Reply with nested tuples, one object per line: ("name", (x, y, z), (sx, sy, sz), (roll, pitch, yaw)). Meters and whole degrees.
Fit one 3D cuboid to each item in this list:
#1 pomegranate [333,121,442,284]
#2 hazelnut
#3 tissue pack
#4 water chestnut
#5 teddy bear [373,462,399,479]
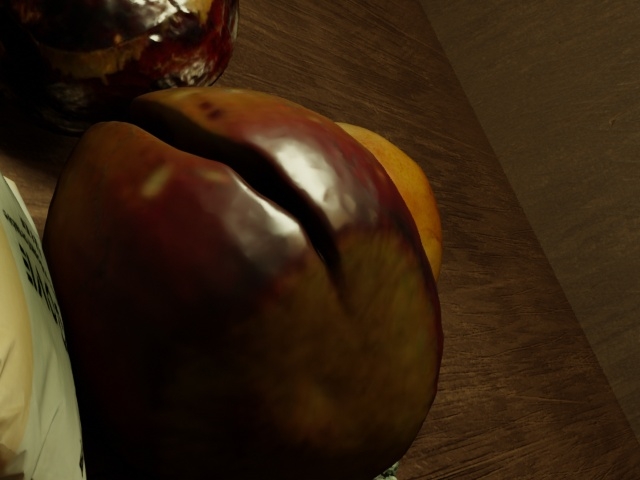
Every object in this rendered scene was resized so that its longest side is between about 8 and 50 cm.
("pomegranate", (0.000, 0.000, 1.818), (0.319, 0.319, 0.319), (50, 22, -29))
("hazelnut", (-0.087, 0.069, 1.378), (0.429, 0.402, 0.402), (52, 20, -45))
("tissue pack", (-0.308, 0.057, 1.100), (0.375, 0.195, 0.390), (67, 3, -65))
("water chestnut", (-0.242, -0.259, 1.575), (0.347, 0.335, 0.335), (89, -15, -61))
("teddy bear", (0.047, 0.334, 1.681), (0.111, 0.133, 0.213), (17, 32, -26))
